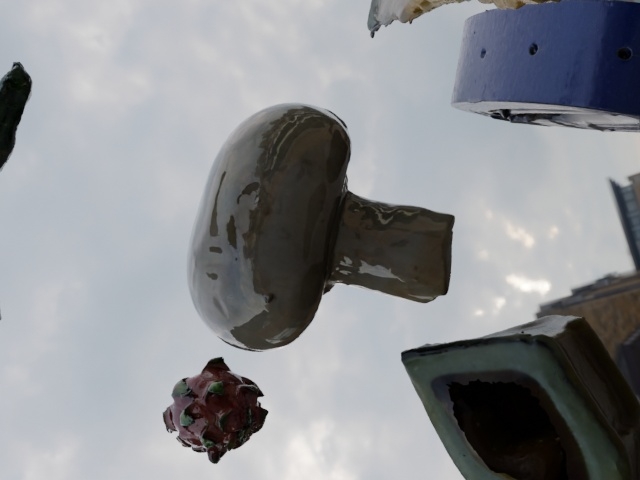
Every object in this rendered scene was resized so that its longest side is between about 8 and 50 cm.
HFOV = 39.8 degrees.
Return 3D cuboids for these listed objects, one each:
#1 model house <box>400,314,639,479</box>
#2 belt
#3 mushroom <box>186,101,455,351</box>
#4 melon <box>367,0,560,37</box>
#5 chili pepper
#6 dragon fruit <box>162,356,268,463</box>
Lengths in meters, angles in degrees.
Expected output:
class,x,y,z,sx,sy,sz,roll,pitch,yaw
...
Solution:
class,x,y,z,sx,sy,sz,roll,pitch,yaw
model house,0.259,0.192,0.978,0.239,0.173,0.268,-6,-114,-57
belt,0.281,-0.192,0.994,0.213,0.347,0.117,6,-84,-17
mushroom,0.000,0.000,1.013,0.290,0.292,0.292,15,-132,-5
melon,0.061,-0.136,0.368,0.054,0.182,0.098,13,-85,-17
chili pepper,-0.419,-0.084,1.004,0.279,0.065,0.122,-52,-39,-32
dragon fruit,-0.173,0.256,1.353,0.137,0.236,0.135,-38,-79,-26
